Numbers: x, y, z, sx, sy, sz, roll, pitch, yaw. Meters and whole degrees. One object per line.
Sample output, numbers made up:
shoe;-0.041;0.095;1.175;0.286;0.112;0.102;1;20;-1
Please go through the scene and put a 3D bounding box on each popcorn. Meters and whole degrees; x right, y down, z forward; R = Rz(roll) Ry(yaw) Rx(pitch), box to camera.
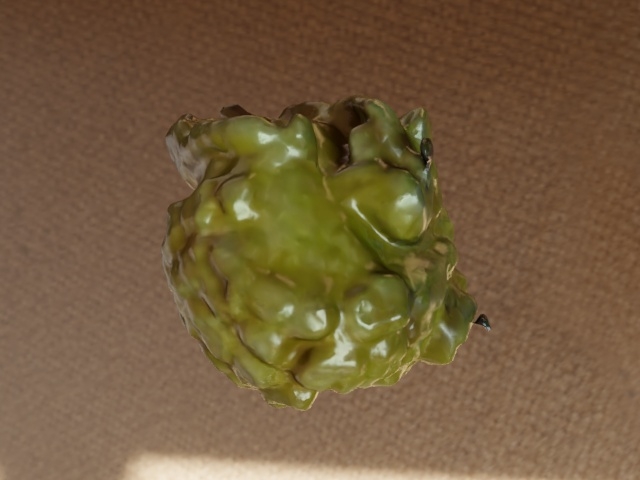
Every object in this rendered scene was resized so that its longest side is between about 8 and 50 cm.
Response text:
popcorn;0.000;0.000;0.810;0.169;0.218;0.189;-9;92;28
